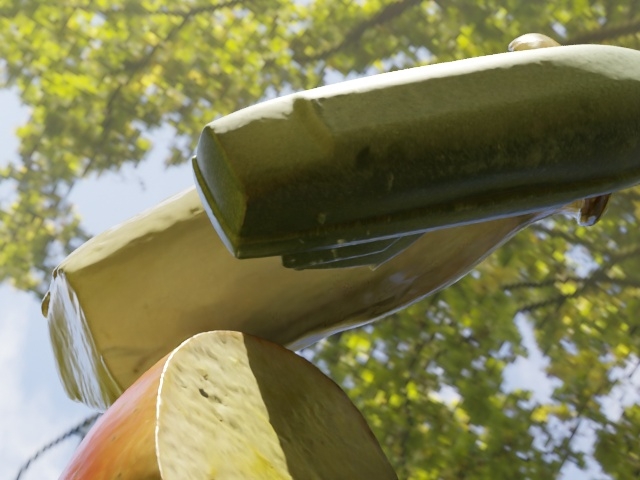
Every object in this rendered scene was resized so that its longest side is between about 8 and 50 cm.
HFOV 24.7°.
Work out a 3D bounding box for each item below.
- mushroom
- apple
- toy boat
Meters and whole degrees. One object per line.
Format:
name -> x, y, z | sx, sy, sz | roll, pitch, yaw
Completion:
mushroom -> -0.004, 0.000, 0.932 | 0.407, 0.154, 0.137 | -27, -102, 2
apple -> 0.015, 0.220, 0.708 | 0.365, 0.328, 0.295 | -75, 169, -71
toy boat -> 0.070, -0.038, 0.664 | 0.085, 0.260, 0.078 | 100, -30, -44
